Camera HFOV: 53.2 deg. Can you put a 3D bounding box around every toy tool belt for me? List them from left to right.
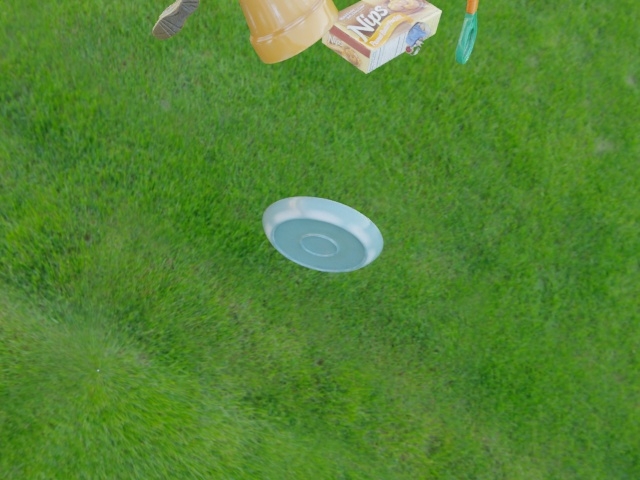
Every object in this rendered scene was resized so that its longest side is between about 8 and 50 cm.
[{"bbox_3d":[0.228,-0.489,1.547,0.052,0.083,0.051,41,29,7],"label":"toy tool belt"}]

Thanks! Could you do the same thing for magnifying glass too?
[{"bbox_3d":[0.348,-0.515,1.492,0.026,0.231,0.092,23,59,17],"label":"magnifying glass"}]

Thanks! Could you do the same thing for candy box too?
[{"bbox_3d":[0.180,-0.623,1.862,0.316,0.087,0.183,-37,65,-28],"label":"candy box"}]

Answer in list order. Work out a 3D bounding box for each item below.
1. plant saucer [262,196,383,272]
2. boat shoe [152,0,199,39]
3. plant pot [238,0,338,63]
[{"bbox_3d":[0.000,0.000,1.631,0.318,0.317,0.043,23,59,-14],"label":"plant saucer"},{"bbox_3d":[-0.369,-0.576,1.631,0.056,0.153,0.048,33,23,-37],"label":"boat shoe"},{"bbox_3d":[-0.094,-0.527,1.400,0.205,0.205,0.188,-50,126,-21],"label":"plant pot"}]
